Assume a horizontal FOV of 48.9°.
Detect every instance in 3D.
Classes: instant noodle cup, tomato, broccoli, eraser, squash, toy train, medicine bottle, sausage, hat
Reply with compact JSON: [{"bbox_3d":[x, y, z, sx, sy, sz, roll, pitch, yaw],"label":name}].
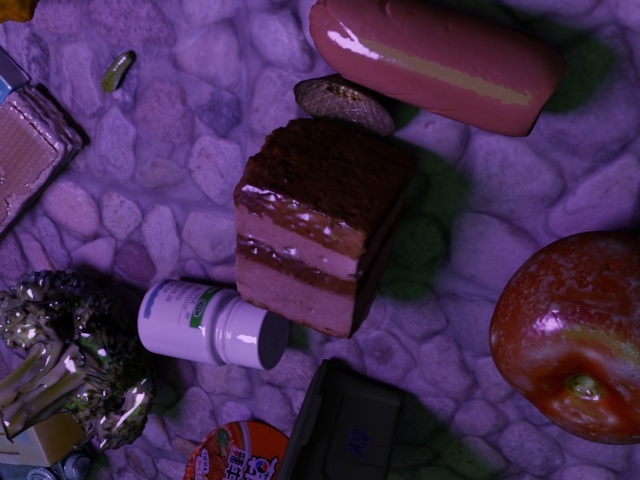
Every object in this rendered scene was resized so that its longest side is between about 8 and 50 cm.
[{"bbox_3d":[-0.166,0.504,1.369,0.250,0.250,0.192,37,136,2],"label":"instant noodle cup"},{"bbox_3d":[0.355,0.110,0.868,0.270,0.222,0.270,25,147,17],"label":"tomato"},{"bbox_3d":[-0.460,0.222,1.326,0.277,0.317,0.338,37,111,30],"label":"broccoli"},{"bbox_3d":[-0.604,-0.246,1.242,0.225,0.052,0.095,-34,102,38],"label":"eraser"},{"bbox_3d":[-0.321,-0.265,1.105,0.027,0.027,0.089,44,127,-3],"label":"squash"},{"bbox_3d":[-0.720,0.483,1.688,0.397,0.160,0.253,-7,109,30],"label":"toy train"},{"bbox_3d":[-0.183,0.146,1.214,0.237,0.139,0.139,6,121,24],"label":"medicine bottle"},{"bbox_3d":[0.130,-0.219,0.842,0.304,0.121,0.121,24,127,13],"label":"sausage"},{"bbox_3d":[0.042,-0.201,0.942,0.146,0.067,0.146,20,167,5],"label":"hat"}]

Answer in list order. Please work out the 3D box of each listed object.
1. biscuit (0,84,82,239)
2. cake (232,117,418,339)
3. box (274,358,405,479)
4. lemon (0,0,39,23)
[{"bbox_3d":[-0.587,-0.111,1.299,0.144,0.078,0.426,48,129,-8],"label":"biscuit"},{"bbox_3d":[0.000,0.000,1.001,0.198,0.196,0.293,19,135,13],"label":"cake"},{"bbox_3d":[0.028,0.392,1.148,0.177,0.329,0.253,15,125,8],"label":"box"},{"bbox_3d":[-0.482,-0.413,0.990,0.192,0.192,0.231,-17,116,34],"label":"lemon"}]
